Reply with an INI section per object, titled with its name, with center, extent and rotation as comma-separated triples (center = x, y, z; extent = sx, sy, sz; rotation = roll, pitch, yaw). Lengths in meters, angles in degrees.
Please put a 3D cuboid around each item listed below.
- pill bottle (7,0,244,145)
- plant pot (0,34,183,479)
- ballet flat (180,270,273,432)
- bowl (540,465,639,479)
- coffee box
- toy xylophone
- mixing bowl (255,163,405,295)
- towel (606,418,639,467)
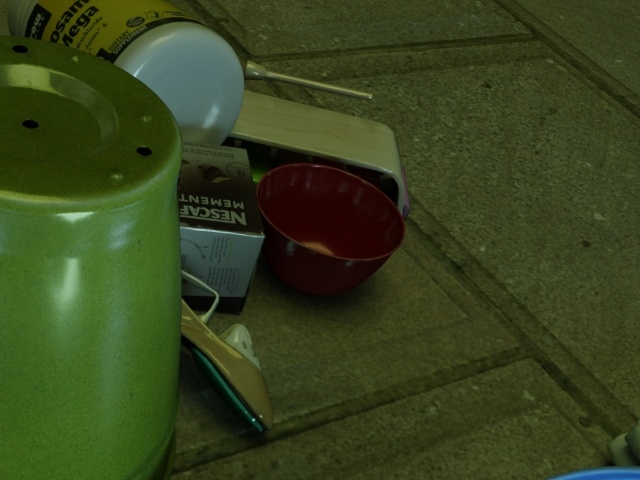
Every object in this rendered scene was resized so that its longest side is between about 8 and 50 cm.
[pill bottle]
center = -0.259, -0.231, 1.478
extent = 0.188, 0.188, 0.334
rotation = -11, 34, -37
[plant pot]
center = -0.265, 0.033, 0.993
extent = 0.366, 0.353, 0.366
rotation = 14, 35, -10
[ballet flat]
center = -0.115, 0.092, 1.191
extent = 0.232, 0.080, 0.073
rotation = 43, 75, 10
[bowl]
center = 0.227, 0.360, 0.837
extent = 0.391, 0.077, 0.391
rotation = -10, 60, 18
[coffee box]
center = -0.224, -0.029, 1.299
extent = 0.297, 0.119, 0.168
rotation = 7, 37, -17
[toy xylophone]
center = -0.023, -0.133, 1.572
extent = 0.322, 0.081, 0.236
rotation = 17, 35, -4
[mixing bowl]
center = 0.000, 0.000, 1.389
extent = 0.181, 0.098, 0.181
rotation = 13, 36, -10
[towel]
center = 0.525, 0.312, 1.242
extent = 0.320, 0.090, 0.374
rotation = -8, 43, -30
